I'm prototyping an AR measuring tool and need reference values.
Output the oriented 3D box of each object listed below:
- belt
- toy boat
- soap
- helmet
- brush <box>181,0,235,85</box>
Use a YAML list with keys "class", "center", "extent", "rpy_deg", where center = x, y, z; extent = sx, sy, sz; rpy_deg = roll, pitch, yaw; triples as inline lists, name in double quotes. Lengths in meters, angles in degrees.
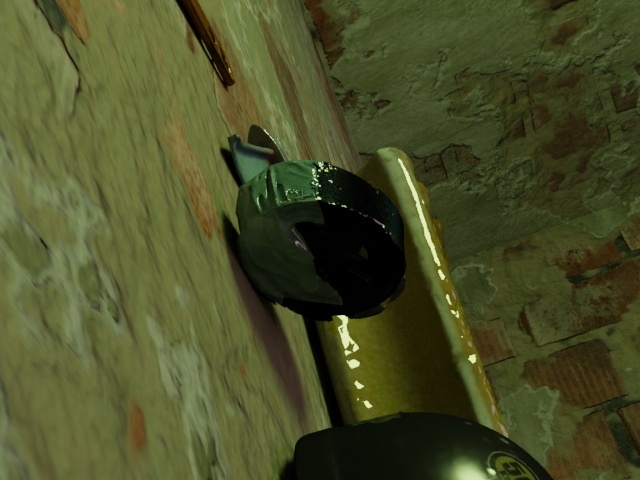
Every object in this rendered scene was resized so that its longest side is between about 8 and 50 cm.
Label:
- class: "belt"
  center: [0.000, 0.000, 0.708]
  extent: [0.140, 0.105, 0.058]
  rpy_deg: [35, 31, -32]
- class: "toy boat"
  center: [-0.055, -0.056, 0.819]
  extent: [0.122, 0.034, 0.096]
  rpy_deg: [-4, 74, -74]
- class: "soap"
  center: [0.096, 0.123, 0.960]
  extent: [0.293, 0.156, 0.335]
  rpy_deg: [53, 18, -60]
- class: "helmet"
  center: [0.088, 0.212, 0.609]
  extent: [0.279, 0.160, 0.231]
  rpy_deg: [50, 20, -69]
- class: "brush"
  center: [-0.124, -0.227, 0.789]
  extent: [0.314, 0.017, 0.090]
  rpy_deg: [63, 10, -55]
